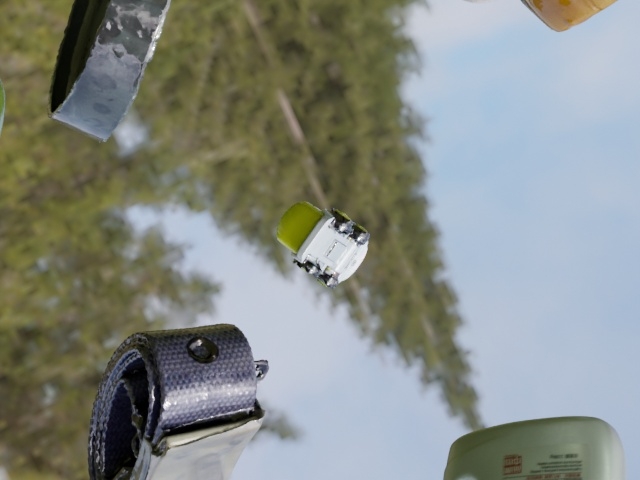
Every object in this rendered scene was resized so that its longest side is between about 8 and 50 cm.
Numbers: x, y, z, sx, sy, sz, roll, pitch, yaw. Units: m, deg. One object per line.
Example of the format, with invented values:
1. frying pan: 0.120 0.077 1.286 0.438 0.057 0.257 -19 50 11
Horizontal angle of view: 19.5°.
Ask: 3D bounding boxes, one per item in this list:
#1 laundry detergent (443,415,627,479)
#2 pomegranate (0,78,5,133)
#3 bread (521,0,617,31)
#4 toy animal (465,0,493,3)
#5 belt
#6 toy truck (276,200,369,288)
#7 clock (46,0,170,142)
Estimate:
1. laundry detergent: 0.288 0.447 2.540 0.264 0.124 0.397 -8 -122 21
2. pomegranate: -0.416 -0.134 1.792 0.181 0.224 0.181 -50 -157 31
3. bread: 0.276 -0.319 1.837 0.236 0.070 0.236 -37 -151 25
4. toy animal: 0.127 -0.313 1.684 0.235 0.187 0.165 9 145 -19
5. belt: -0.129 0.168 1.707 0.126 0.139 0.230 -4 143 -28
6. toy truck: 0.000 0.000 1.988 0.077 0.111 0.076 36 -90 31
7. clock: -0.203 -0.255 1.899 0.061 0.312 0.312 18 180 -15
